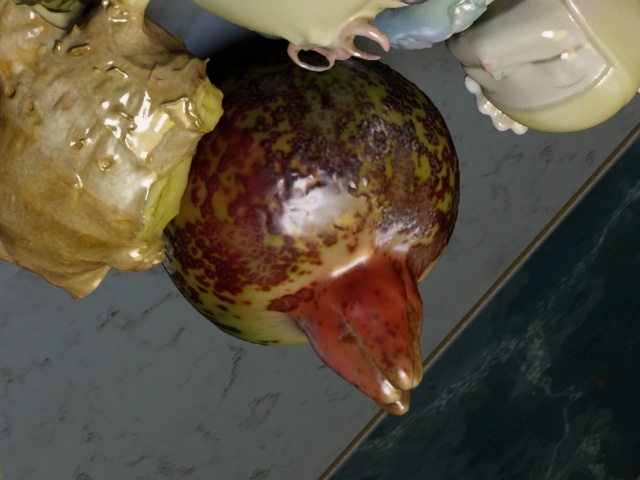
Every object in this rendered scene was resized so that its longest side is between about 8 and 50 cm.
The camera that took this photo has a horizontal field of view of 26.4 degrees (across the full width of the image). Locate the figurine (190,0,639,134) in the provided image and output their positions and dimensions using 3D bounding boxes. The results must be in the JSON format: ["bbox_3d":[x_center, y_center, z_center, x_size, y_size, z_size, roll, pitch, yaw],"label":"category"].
[{"bbox_3d":[0.077,-0.192,0.772,0.394,0.226,0.275,32,68,-38],"label":"figurine"}]

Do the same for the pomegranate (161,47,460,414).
[{"bbox_3d":[0.000,0.000,0.862,0.214,0.248,0.214,-17,149,-11],"label":"pomegranate"}]

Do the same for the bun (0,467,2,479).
[{"bbox_3d":[-0.303,0.169,0.827,0.259,0.152,0.259,-24,138,-23],"label":"bun"}]

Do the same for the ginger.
[{"bbox_3d":[-0.136,-0.064,0.769,0.216,0.157,0.102,-60,174,29],"label":"ginger"}]
